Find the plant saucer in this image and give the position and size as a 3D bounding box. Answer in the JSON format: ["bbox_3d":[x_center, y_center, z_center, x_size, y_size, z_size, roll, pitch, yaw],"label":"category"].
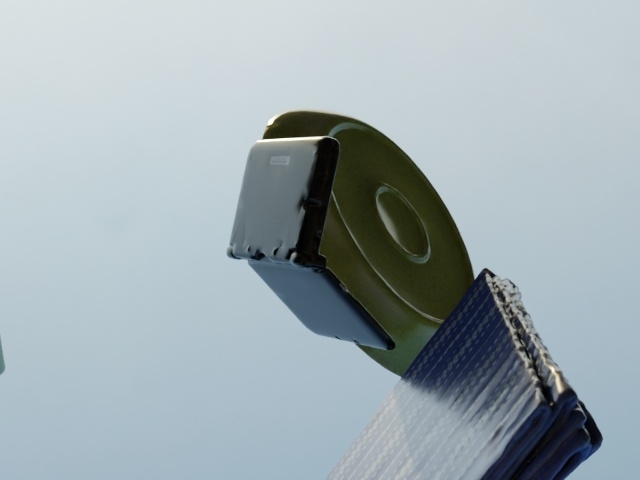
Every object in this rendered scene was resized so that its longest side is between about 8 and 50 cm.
[{"bbox_3d":[0.049,-0.006,1.295,0.037,0.241,0.241,-33,-163,27],"label":"plant saucer"}]

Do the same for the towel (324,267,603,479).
[{"bbox_3d":[0.061,0.148,1.027,0.040,0.243,0.336,36,-172,-7],"label":"towel"}]

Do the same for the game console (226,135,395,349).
[{"bbox_3d":[0.000,0.000,0.981,0.071,0.107,0.122,13,176,-23],"label":"game console"}]

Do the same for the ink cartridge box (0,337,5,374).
[{"bbox_3d":[-0.296,0.024,0.959,0.119,0.207,0.353,-6,-171,8],"label":"ink cartridge box"}]
